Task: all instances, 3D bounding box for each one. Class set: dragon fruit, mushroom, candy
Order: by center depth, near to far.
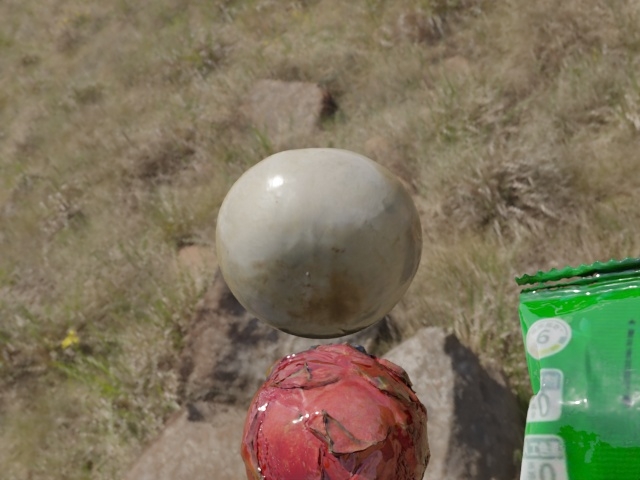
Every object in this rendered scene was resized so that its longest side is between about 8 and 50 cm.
[{"bbox_3d":[0.182,0.103,0.508,0.141,0.078,0.203,-2,69,19],"label":"candy"},{"bbox_3d":[0.000,0.000,0.959,0.226,0.226,0.178,-23,20,17],"label":"mushroom"},{"bbox_3d":[0.026,0.306,1.323,0.295,0.295,0.302,-24,26,15],"label":"dragon fruit"}]

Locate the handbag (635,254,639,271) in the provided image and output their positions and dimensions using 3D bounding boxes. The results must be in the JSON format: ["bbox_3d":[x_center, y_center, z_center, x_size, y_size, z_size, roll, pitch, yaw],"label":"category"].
[{"bbox_3d":[0.454,0.140,1.074,0.342,0.288,0.152,-57,-4,37],"label":"handbag"}]
